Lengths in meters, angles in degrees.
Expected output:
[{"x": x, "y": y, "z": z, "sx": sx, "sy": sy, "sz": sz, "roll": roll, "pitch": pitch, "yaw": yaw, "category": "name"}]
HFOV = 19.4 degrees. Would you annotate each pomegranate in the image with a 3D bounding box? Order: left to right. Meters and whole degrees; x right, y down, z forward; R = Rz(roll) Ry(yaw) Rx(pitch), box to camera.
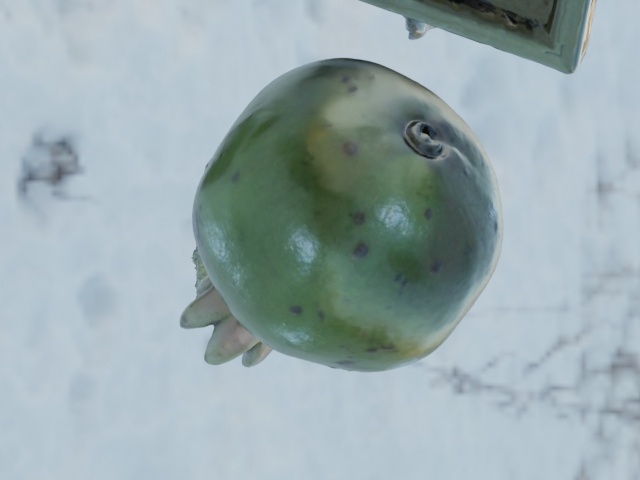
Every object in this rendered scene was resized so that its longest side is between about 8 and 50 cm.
[{"x": 0.000, "y": 0.002, "z": 1.110, "sx": 0.187, "sy": 0.225, "sz": 0.187, "roll": 21, "pitch": 50, "yaw": -27, "category": "pomegranate"}]

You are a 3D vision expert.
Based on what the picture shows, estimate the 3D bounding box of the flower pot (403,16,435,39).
[{"x": 0.117, "y": -0.327, "z": 1.587, "sx": 0.213, "sy": 0.302, "sz": 0.302, "roll": 50, "pitch": 12, "yaw": 20, "category": "flower pot"}]

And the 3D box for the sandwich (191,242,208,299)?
[{"x": -0.071, "y": 0.021, "z": 1.522, "sx": 0.093, "sy": 0.105, "sz": 0.035, "roll": -26, "pitch": 150, "yaw": -30, "category": "sandwich"}]

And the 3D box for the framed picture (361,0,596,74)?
[{"x": -0.040, "y": -0.212, "z": 0.711, "sx": 0.247, "sy": 0.335, "sz": 0.022, "roll": 94, "pitch": 22, "yaw": -46, "category": "framed picture"}]
